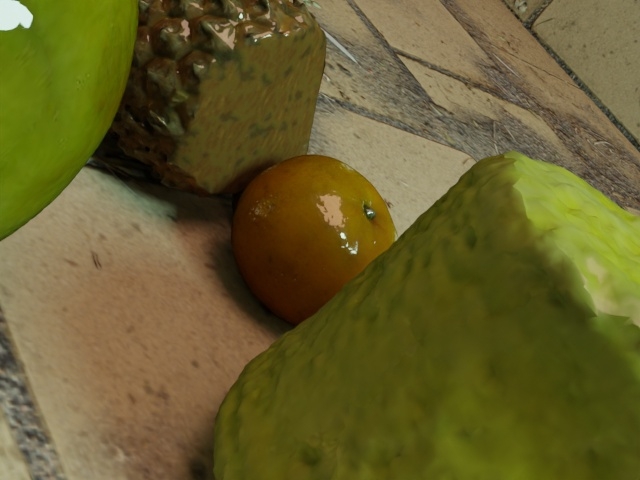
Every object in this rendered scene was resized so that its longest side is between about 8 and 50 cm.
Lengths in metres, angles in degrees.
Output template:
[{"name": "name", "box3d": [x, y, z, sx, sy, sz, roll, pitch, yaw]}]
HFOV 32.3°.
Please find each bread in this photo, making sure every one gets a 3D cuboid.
[{"name": "bread", "box3d": [0.132, 0.129, 0.716, 0.348, 0.308, 0.348, 30, 25, -15]}]

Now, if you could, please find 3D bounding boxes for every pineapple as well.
[{"name": "pineapple", "box3d": [-0.170, -0.198, 0.994, 0.362, 0.202, 0.202, 37, 21, 21]}]

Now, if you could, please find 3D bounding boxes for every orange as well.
[{"name": "orange", "box3d": [0.000, 0.000, 0.951, 0.156, 0.124, 0.156, 28, 42, -29]}]

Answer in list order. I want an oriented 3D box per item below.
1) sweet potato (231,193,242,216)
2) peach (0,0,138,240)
[{"name": "sweet potato", "box3d": [-0.069, -0.022, 1.023, 0.026, 0.026, 0.115, 27, 33, -30]}, {"name": "peach", "box3d": [-0.244, -0.134, 0.610, 0.281, 0.314, 0.315, 14, 12, -7]}]
